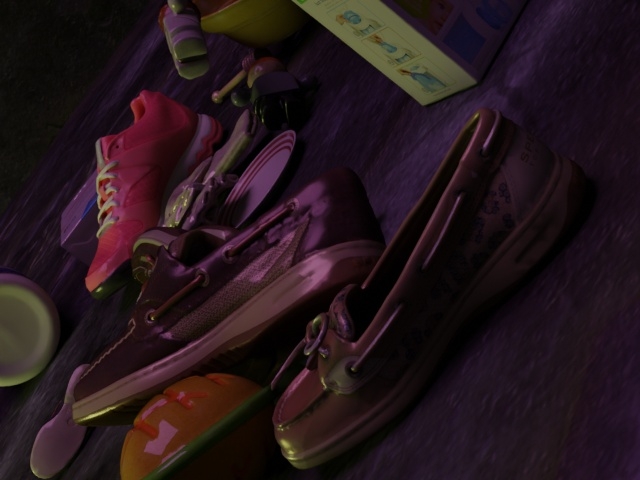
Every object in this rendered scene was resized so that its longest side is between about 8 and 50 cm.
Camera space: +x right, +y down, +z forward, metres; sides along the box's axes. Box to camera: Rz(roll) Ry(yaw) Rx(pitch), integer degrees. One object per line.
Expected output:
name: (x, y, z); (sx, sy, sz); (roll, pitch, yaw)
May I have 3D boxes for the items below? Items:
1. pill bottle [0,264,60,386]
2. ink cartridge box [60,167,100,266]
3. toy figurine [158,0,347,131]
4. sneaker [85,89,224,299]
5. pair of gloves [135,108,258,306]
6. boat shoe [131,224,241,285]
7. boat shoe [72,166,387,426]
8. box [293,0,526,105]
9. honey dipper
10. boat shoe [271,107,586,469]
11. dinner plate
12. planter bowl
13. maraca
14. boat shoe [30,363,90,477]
pill bottle: (-0.456, 0.113, 2.138); (0.153, 0.153, 0.265); (-56, 16, -8)
ink cartridge box: (-0.331, -0.038, 2.257); (0.104, 0.062, 0.181); (-51, 17, 7)
toy figurine: (-0.064, -0.251, 1.696); (0.209, 0.213, 0.148); (-53, 28, 19)
sneaker: (-0.245, -0.063, 1.941); (0.116, 0.136, 0.313); (-35, 25, 50)
pair of gloves: (-0.150, -0.034, 1.755); (0.204, 0.042, 0.240); (-51, 14, 32)
boat shoe: (-0.140, 0.043, 1.525); (0.095, 0.095, 0.257); (-65, 19, -16)
boat shoe: (-0.081, 0.049, 1.208); (0.342, 0.123, 0.123); (-33, 64, 39)
box: (0.062, -0.228, 1.314); (0.114, 0.203, 0.103); (-60, 17, -19)
honey dipper: (-0.113, -0.224, 2.094); (0.161, 0.030, 0.030); (-29, 29, 57)
boat shoe: (0.051, 0.034, 1.018); (0.285, 0.089, 0.104); (-49, 18, 16)
dinner plate: (-0.066, -0.059, 1.656); (0.141, 0.017, 0.141); (-48, 16, 19)
planter bowl: (-0.066, -0.315, 2.001); (0.217, 0.090, 0.217); (-30, 21, 13)
maraca: (-0.078, 0.146, 1.150); (0.127, 0.099, 0.186); (-36, -3, 38)
boat shoe: (-0.271, 0.199, 1.657); (0.042, 0.049, 0.133); (81, -147, -73)
